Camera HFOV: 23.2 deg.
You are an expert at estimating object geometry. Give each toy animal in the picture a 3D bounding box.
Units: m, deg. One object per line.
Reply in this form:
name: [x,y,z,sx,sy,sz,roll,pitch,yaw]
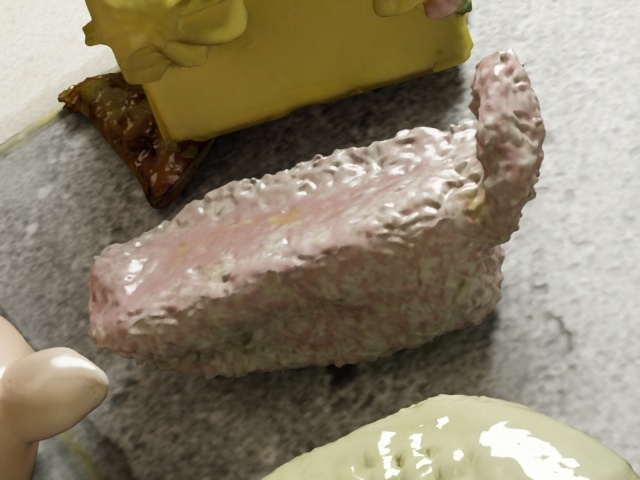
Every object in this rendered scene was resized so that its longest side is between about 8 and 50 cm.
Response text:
toy animal: [-0.227,0.066,0.838,0.166,0.154,0.250,-39,38,-8]

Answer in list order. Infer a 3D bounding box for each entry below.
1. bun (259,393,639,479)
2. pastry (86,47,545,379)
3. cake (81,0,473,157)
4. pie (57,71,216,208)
bun: [0.037,0.179,0.556,0.259,0.160,0.259,-23,46,26]
pastry: [0.009,0.008,0.811,0.265,0.112,0.103,-24,37,22]
cake: [-0.036,-0.196,0.955,0.227,0.222,0.286,-19,36,2]
pie: [-0.114,-0.089,1.053,0.088,0.033,0.191,-30,38,-14]
